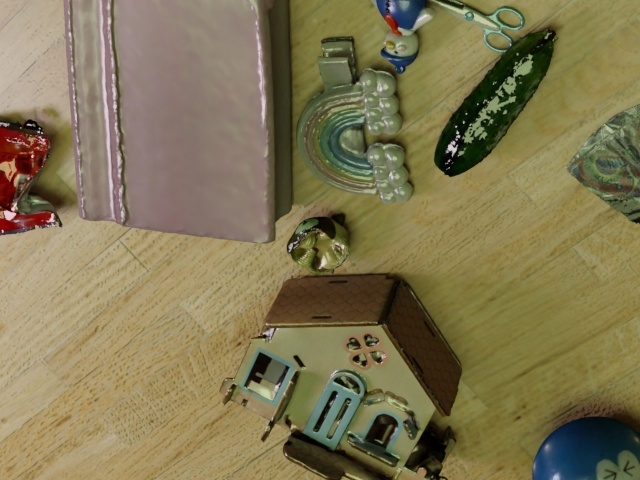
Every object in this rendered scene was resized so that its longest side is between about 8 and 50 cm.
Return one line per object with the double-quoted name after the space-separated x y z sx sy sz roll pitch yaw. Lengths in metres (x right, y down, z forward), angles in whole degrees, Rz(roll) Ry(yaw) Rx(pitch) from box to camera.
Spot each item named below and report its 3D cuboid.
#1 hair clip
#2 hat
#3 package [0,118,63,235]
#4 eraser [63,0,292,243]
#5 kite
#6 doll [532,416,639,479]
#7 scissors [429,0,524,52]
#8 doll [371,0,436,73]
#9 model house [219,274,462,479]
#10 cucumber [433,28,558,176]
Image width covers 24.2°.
0.037 -0.144 1.872 0.140 0.054 0.220 -3 119 11 "hair clip"
0.000 0.000 1.948 0.076 0.059 0.077 32 128 -20 "hat"
-0.474 -0.083 2.047 0.269 0.071 0.194 4 103 19 "package"
-0.175 -0.189 1.866 0.272 0.122 0.359 8 119 13 "eraser"
0.441 -0.039 1.815 0.285 0.015 0.152 45 121 -8 "kite"
0.352 0.354 1.967 0.215 0.161 0.257 -10 129 -9 "doll"
0.181 -0.266 1.777 0.119 0.014 0.058 23 120 0 "scissors"
0.097 -0.264 1.783 0.098 0.057 0.143 26 132 34 "doll"
0.057 0.178 1.961 0.326 0.169 0.244 28 119 3 "model house"
0.212 -0.166 1.794 0.069 0.069 0.227 35 117 -3 "cucumber"
